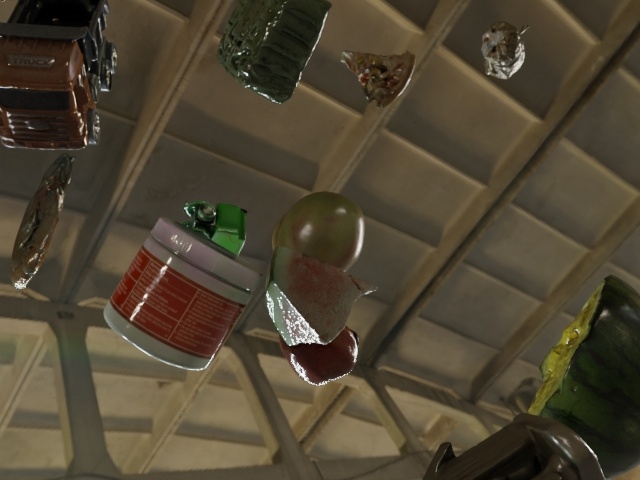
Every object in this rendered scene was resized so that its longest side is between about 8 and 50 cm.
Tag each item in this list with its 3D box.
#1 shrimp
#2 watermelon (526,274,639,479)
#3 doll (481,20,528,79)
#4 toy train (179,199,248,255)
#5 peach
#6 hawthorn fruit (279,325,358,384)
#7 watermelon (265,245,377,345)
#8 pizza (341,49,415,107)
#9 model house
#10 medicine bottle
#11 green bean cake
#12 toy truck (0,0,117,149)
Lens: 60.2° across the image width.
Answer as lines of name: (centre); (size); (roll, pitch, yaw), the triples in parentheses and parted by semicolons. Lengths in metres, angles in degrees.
shrimp: (-0.570, -0.050, 1.151); (0.062, 0.164, 0.316); (29, -115, -39)
watermelon: (0.422, 0.220, 0.815); (0.330, 0.189, 0.330); (-54, -16, -24)
doll: (0.471, -0.477, 1.435); (0.115, 0.105, 0.221); (-6, -14, 12)
toy train: (-0.317, -0.012, 1.602); (0.188, 0.132, 0.243); (9, -36, -20)
peach: (0.000, 0.000, 1.558); (0.248, 0.292, 0.292); (24, -67, -15)
hawthorn fruit: (-0.013, 0.258, 1.429); (0.189, 0.189, 0.251); (-37, -62, 0)
watermelon: (-0.020, 0.118, 1.246); (0.193, 0.232, 0.310); (-47, -22, -30)
pizza: (0.138, -0.448, 1.432); (0.185, 0.195, 0.052); (-59, -8, -11)
model house: (0.203, 0.284, 0.595); (0.188, 0.122, 0.229); (-29, -59, 4)
medicine bottle: (-0.286, 0.112, 1.166); (0.252, 0.252, 0.240); (33, -93, -46)
green bean cake: (-0.094, -0.406, 1.073); (0.125, 0.222, 0.227); (22, -71, -35)
toy truck: (-0.245, -0.170, 0.515); (0.083, 0.192, 0.092); (1, -43, -11)
